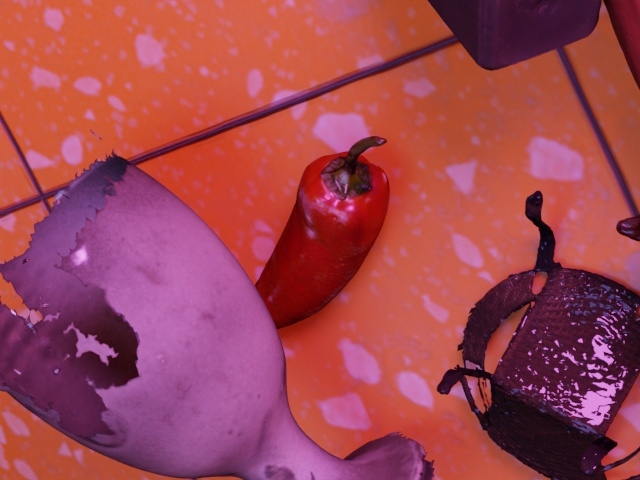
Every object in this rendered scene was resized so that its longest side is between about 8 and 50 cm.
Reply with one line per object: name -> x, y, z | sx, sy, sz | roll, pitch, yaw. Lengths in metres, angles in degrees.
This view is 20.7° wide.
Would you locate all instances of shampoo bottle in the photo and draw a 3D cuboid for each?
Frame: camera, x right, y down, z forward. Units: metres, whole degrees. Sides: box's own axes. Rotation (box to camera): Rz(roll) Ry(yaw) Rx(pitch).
shampoo bottle -> 0.075, -0.209, 1.042 | 0.079, 0.080, 0.246 | 86, 158, -48

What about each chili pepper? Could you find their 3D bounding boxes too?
chili pepper -> 0.000, 0.000, 1.278 | 0.071, 0.063, 0.272 | 41, 142, 9

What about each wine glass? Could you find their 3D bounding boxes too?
wine glass -> -0.092, 0.104, 1.271 | 0.357, 0.190, 0.190 | 43, 133, -18

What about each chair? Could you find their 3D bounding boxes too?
chair -> 0.171, 0.089, 1.204 | 0.174, 0.149, 0.213 | 27, 168, 16

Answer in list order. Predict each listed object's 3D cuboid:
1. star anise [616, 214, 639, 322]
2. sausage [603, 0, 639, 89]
star anise -> 0.261, 0.001, 1.078 | 0.168, 0.168, 0.057 | 46, 170, 3
sausage -> 0.223, -0.164, 0.996 | 0.148, 0.148, 0.254 | -14, 109, 38
